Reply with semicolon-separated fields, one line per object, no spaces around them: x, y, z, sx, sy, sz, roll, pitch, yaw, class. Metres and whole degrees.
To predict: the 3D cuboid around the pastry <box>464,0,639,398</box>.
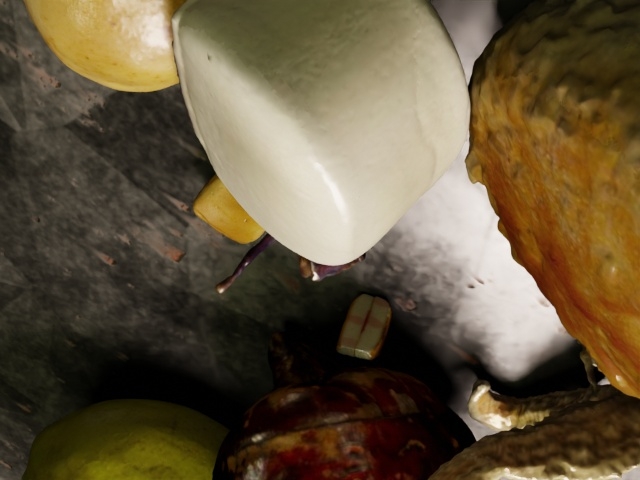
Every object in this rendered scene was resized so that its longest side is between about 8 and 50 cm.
0.206;-0.021;0.582;0.136;0.329;0.330;-34;118;-6;pastry

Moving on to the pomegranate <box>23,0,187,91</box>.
-0.140;-0.195;0.630;0.196;0.196;0.196;10;131;12;pomegranate

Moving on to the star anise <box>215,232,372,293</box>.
0.000;0.000;0.766;0.070;0.190;0.097;56;168;-7;star anise

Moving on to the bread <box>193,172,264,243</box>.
-0.055;-0.049;0.803;0.074;0.053;0.132;40;132;-14;bread

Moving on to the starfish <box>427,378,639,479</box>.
0.232;0.158;0.691;0.323;0.432;0.083;-1;92;14;starfish

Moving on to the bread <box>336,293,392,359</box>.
0.045;0.084;0.882;0.043;0.062;0.109;17;176;8;bread

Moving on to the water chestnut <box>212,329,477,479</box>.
0.010;0.234;0.881;0.244;0.289;0.289;25;136;27;water chestnut

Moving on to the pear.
-0.191;0.307;1.027;0.307;0.253;0.253;25;133;-12;pear

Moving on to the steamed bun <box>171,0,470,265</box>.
0.006;-0.083;0.627;0.164;0.146;0.242;42;164;16;steamed bun
